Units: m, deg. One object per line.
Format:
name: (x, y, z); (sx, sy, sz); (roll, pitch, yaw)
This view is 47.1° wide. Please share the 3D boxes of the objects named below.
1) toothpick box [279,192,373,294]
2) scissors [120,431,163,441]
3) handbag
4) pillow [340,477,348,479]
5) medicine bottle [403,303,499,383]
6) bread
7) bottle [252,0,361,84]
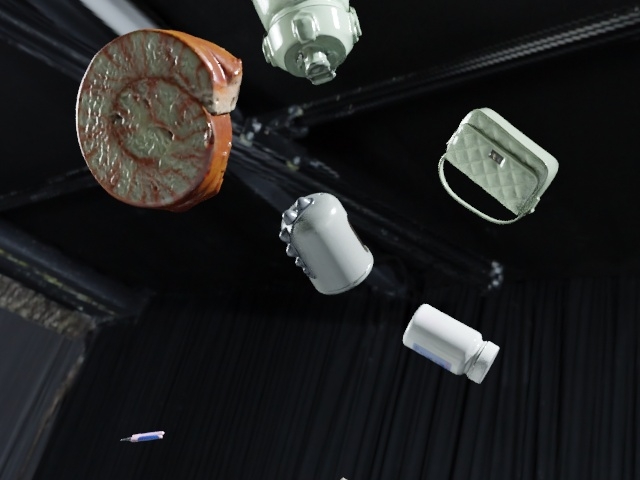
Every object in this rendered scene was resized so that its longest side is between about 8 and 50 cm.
toothpick box: (0.000, 0.000, 2.268); (0.228, 0.229, 0.316); (-7, -52, 38)
scissors: (-0.482, 0.532, 1.980); (0.113, 0.012, 0.039); (-7, 4, -4)
handbag: (0.386, -0.154, 1.661); (0.256, 0.079, 0.219); (43, -56, 21)
pillow: (0.117, 0.622, 1.474); (0.173, 0.271, 0.067); (5, -6, -3)
medicine bottle: (0.280, 0.223, 1.577); (0.186, 0.103, 0.103); (29, -23, 18)
bread: (-0.303, -0.222, 1.360); (0.294, 0.328, 0.114); (13, 12, 15)
bottle: (-0.032, -0.476, 1.455); (0.229, 0.352, 0.229); (-13, -12, -3)
